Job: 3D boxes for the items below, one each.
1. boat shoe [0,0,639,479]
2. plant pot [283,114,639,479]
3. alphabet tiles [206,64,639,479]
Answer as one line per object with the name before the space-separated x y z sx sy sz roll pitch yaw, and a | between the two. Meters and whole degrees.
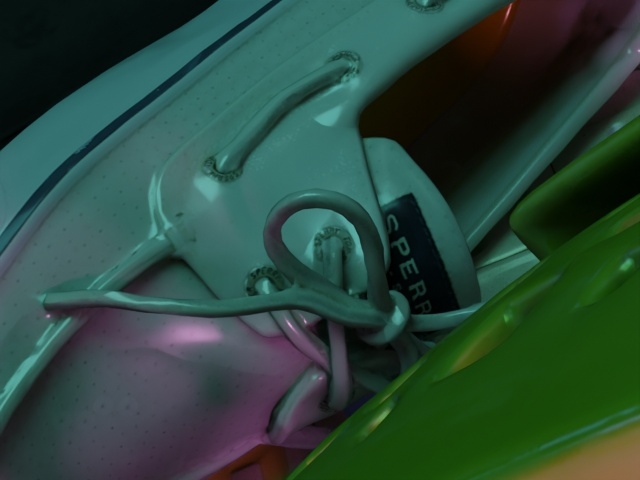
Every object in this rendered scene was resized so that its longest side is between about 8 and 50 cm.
boat shoe | 0.003 0.005 0.676 0.156 0.136 0.367 21 52 37
plant pot | 0.133 0.068 0.450 0.207 0.228 0.227 -54 10 -35
alphabet tiles | 0.070 0.010 0.734 0.284 0.021 0.278 -22 43 8
